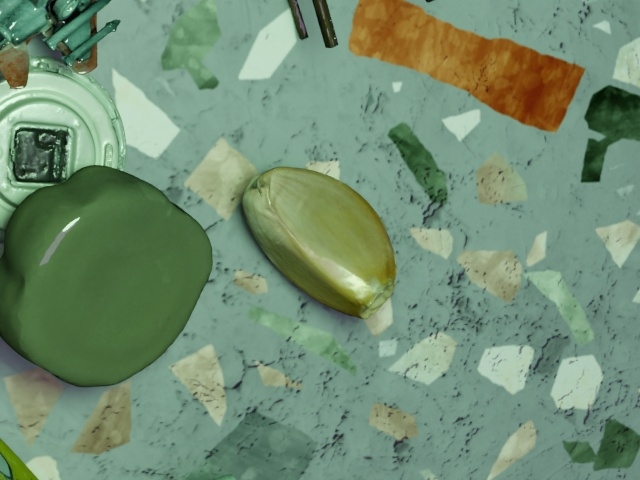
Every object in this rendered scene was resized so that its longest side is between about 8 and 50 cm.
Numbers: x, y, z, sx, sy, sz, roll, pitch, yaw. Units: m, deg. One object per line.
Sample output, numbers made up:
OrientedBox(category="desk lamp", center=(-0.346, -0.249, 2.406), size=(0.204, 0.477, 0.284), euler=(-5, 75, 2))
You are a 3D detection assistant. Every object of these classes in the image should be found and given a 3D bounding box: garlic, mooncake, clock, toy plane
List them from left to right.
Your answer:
OrientedBox(category="clock", center=(-0.343, -0.106, 1.916), size=(0.237, 0.053, 0.236), euler=(-5, 102, -24))
OrientedBox(category="toy plane", center=(-0.296, -0.328, 1.870), size=(0.223, 0.104, 0.326), euler=(43, 75, 5))
OrientedBox(category="mooncake", center=(-0.271, 0.040, 1.905), size=(0.275, 0.135, 0.274), euler=(-17, 123, -29))
OrientedBox(category="garlic", center=(-0.006, -0.008, 2.024), size=(0.245, 0.164, 0.145), euler=(42, 98, -19))

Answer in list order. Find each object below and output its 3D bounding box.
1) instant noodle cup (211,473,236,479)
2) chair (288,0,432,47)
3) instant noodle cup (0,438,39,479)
OrientedBox(category="instant noodle cup", center=(-0.195, 0.483, 1.977), size=(0.308, 0.294, 0.293), euler=(-21, 107, -11))
OrientedBox(category="chair", center=(-0.003, -0.418, 1.960), size=(0.186, 0.160, 0.319), euler=(-26, 109, -12))
OrientedBox(category="instant noodle cup", center=(-0.447, 0.369, 1.825), size=(0.254, 0.325, 0.325), euler=(-40, 113, -2))
